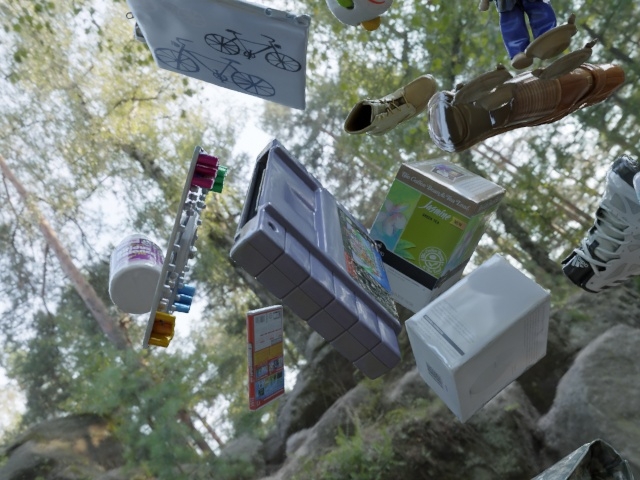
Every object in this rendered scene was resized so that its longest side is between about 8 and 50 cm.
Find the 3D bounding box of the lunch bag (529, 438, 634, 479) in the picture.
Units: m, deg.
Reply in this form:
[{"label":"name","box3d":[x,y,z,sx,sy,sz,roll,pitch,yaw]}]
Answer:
[{"label":"lunch bag","box3d":[0.360,0.457,0.864,0.287,0.169,0.235,-31,-21,-53]}]

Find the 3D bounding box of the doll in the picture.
[{"label":"doll","box3d":[0.282,-0.339,0.777,0.129,0.189,0.046,-17,-10,32]}]

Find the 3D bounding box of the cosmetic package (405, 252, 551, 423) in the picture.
[{"label":"cosmetic package","box3d":[0.298,0.185,1.059,0.224,0.138,0.224,-34,-41,-10]}]

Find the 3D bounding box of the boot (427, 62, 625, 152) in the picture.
[{"label":"boot","box3d":[0.323,-0.231,0.937,0.220,0.109,0.283,-17,2,-19]}]

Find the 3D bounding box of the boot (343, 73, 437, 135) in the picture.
[{"label":"boot","box3d":[0.205,-0.395,1.654,0.262,0.095,0.203,-31,-7,31]}]

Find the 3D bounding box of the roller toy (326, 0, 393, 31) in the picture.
[{"label":"roller toy","box3d":[0.114,-0.744,1.675,0.209,0.146,0.191,14,-101,-33]}]

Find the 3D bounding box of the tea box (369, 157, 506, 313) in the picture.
[{"label":"tea box","box3d":[0.294,-0.029,1.498,0.329,0.220,0.324,-21,-43,-59]}]

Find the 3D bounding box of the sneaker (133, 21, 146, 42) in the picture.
[{"label":"sneaker","box3d":[-0.386,-0.508,1.270,0.061,0.158,0.065,6,-36,-11]}]

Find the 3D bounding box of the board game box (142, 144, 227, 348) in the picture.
[{"label":"board game box","box3d":[-0.279,0.006,1.223,0.390,0.050,0.390,-150,76,-83]}]

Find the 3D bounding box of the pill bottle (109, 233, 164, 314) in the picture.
[{"label":"pill bottle","box3d":[-0.565,0.089,1.753,0.169,0.301,0.169,-8,-66,-17]}]

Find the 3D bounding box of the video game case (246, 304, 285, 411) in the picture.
[{"label":"video game case","box3d":[-0.163,0.348,1.708,0.204,0.025,0.285,2,-94,-69]}]

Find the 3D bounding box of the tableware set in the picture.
[{"label":"tableware set","box3d":[0.231,-0.193,0.647,0.168,0.020,0.141,-26,-13,23]}]

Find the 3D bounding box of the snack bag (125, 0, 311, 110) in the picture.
[{"label":"snack bag","box3d":[-0.174,-0.345,0.983,0.342,0.323,0.037,105,-177,-80]}]

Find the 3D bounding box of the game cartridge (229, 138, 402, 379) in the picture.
[{"label":"game cartridge","box3d":[0.000,0.000,0.741,0.068,0.230,0.355,-45,19,17]}]

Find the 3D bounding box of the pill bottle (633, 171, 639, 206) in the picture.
[{"label":"pill bottle","box3d":[0.617,-0.003,0.912,0.146,0.264,0.146,-17,-1,0]}]

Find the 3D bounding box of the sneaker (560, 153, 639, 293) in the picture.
[{"label":"sneaker","box3d":[0.654,0.003,1.248,0.257,0.169,0.447,-41,-40,16]}]
